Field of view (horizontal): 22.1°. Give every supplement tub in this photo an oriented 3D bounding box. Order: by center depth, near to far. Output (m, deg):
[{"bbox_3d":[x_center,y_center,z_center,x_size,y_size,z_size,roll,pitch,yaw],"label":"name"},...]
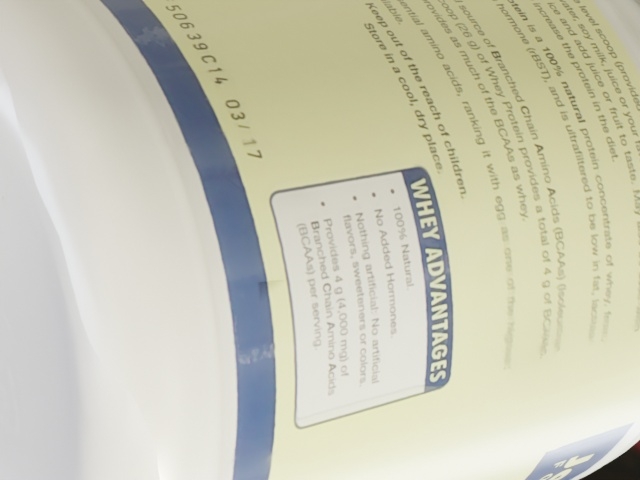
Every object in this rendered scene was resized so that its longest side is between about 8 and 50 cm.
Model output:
[{"bbox_3d":[0.000,0.000,0.624,0.325,0.235,0.235,-12,-133,-38],"label":"supplement tub"}]
